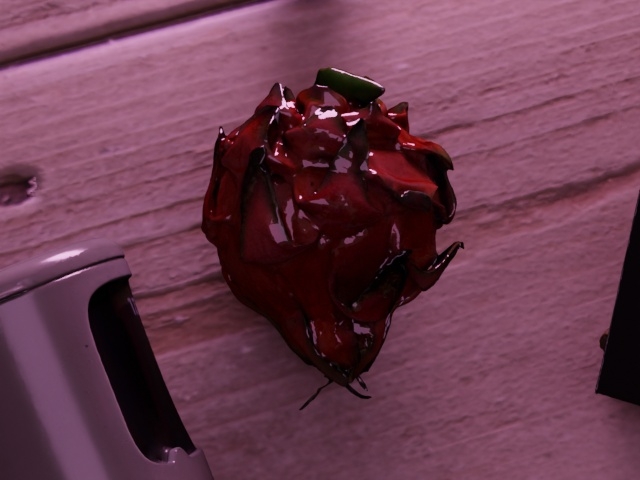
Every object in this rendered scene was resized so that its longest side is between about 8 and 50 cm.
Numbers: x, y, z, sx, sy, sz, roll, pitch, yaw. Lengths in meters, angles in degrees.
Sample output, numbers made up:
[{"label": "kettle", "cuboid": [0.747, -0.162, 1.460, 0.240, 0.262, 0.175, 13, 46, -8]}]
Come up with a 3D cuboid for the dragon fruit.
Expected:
[{"label": "dragon fruit", "cuboid": [0.000, 0.000, 1.687, 0.234, 0.234, 0.293, 8, 74, -8]}]

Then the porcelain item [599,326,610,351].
[{"label": "porcelain item", "cuboid": [0.349, 0.031, 1.812, 0.069, 0.081, 0.215, 35, 76, 13]}]

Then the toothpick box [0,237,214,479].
[{"label": "toothpick box", "cuboid": [-0.220, 0.180, 1.630, 0.229, 0.229, 0.316, -22, 88, -12]}]

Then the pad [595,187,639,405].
[{"label": "pad", "cuboid": [0.389, 0.079, 1.787, 0.300, 0.005, 0.202, 17, 82, -28]}]
